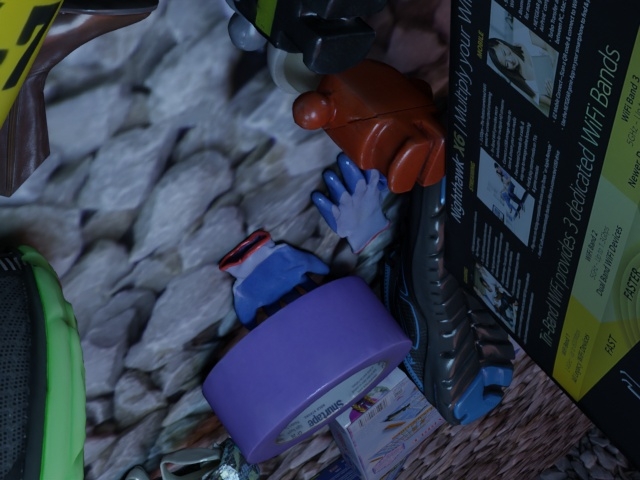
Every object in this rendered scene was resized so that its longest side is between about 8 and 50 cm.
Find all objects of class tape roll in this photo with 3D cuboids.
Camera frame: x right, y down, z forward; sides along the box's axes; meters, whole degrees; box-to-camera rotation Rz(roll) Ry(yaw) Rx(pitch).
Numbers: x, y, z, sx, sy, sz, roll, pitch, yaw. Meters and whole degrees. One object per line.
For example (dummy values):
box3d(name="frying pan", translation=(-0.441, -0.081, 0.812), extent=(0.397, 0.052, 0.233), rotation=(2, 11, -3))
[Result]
box3d(name="tape roll", translation=(-0.012, 0.122, 0.849), extent=(0.189, 0.080, 0.189), rotation=(-34, 162, -13))

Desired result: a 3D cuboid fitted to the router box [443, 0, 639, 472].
box3d(name="router box", translation=(0.163, -0.010, 0.415), extent=(0.081, 0.243, 0.308), rotation=(-32, 148, -15))

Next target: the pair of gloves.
box3d(name="pair of gloves", translation=(0.000, 0.000, 0.780), extent=(0.198, 0.023, 0.159), rotation=(-40, 155, -5))

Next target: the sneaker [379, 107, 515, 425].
box3d(name="sneaker", translation=(0.106, 0.023, 0.864), extent=(0.125, 0.140, 0.340), rotation=(-23, 128, -30))

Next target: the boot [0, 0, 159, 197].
box3d(name="boot", translation=(-0.137, -0.075, 0.452), extent=(0.107, 0.037, 0.114), rotation=(-12, 139, -27))

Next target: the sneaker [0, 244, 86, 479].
box3d(name="sneaker", translation=(-0.287, 0.211, 0.485), extent=(0.202, 0.185, 0.482), rotation=(32, 87, -32))

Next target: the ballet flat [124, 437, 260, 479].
box3d(name="ballet flat", translation=(-0.151, 0.239, 0.874), extent=(0.189, 0.070, 0.070), rotation=(-24, 156, 9))

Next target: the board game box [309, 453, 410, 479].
box3d(name="board game box", translation=(0.038, 0.397, 1.396), extent=(0.194, 0.060, 0.194), rotation=(-30, 151, -25))

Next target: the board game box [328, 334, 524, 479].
box3d(name="board game box", translation=(0.150, 0.171, 1.204), extent=(0.319, 0.066, 0.318), rotation=(-38, 154, -12))

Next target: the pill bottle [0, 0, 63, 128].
box3d(name="pill bottle", translation=(-0.136, -0.117, 0.297), extent=(0.119, 0.119, 0.208), rotation=(-2, 132, -54))

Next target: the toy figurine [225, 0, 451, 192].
box3d(name="toy figurine", translation=(0.044, -0.157, 0.478), extent=(0.213, 0.148, 0.209), rotation=(-43, 149, 4))
